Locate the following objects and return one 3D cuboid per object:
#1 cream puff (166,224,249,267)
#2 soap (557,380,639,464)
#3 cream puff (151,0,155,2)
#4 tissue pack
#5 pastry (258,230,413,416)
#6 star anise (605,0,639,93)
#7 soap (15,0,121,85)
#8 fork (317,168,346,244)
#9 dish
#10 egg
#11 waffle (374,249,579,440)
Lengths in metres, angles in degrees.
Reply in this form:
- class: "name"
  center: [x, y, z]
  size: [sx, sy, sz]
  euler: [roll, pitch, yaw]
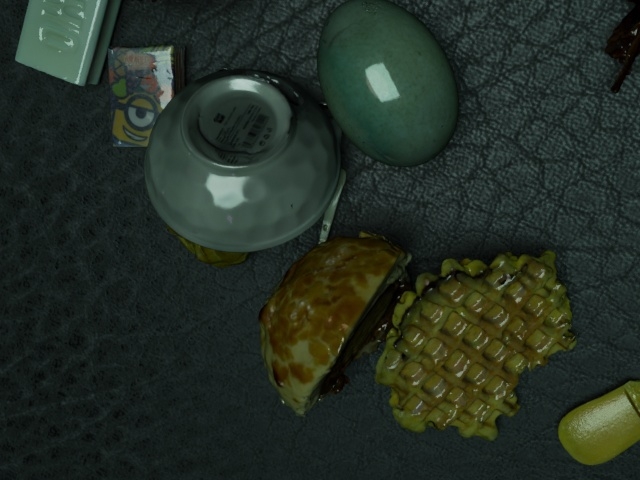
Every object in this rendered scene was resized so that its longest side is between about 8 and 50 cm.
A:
- class: "cream puff"
  center: [-0.155, -0.024, 1.307]
  size: [0.156, 0.156, 0.121]
  euler: [-1, 82, 13]
- class: "soap"
  center: [0.417, 0.252, 1.278]
  size: [0.168, 0.033, 0.089]
  euler: [-39, 93, 16]
- class: "cream puff"
  center: [-0.207, -0.471, 1.182]
  size: [0.350, 0.228, 0.350]
  euler: [-4, 79, 23]
- class: "tissue pack"
  center: [-0.254, -0.212, 1.331]
  size: [0.108, 0.060, 0.148]
  euler: [1, 99, 12]
- class: "pastry"
  center: [0.007, 0.095, 1.226]
  size: [0.170, 0.237, 0.256]
  euler: [37, 72, 19]
- class: "star anise"
  center: [0.452, -0.302, 1.119]
  size: [0.190, 0.126, 0.220]
  euler: [-6, 96, 10]
- class: "soap"
  center: [-0.363, -0.340, 1.330]
  size: [0.119, 0.066, 0.198]
  euler: [21, 104, 7]
- class: "fork"
  center: [0.002, -0.001, 1.335]
  size: [0.034, 0.028, 0.219]
  euler: [17, 100, 17]
- class: "dish"
  center: [-0.105, -0.133, 1.211]
  size: [0.303, 0.120, 0.303]
  euler: [0, 65, 0]
- class: "egg"
  center: [0.087, -0.209, 1.195]
  size: [0.169, 0.169, 0.236]
  euler: [-33, 93, 17]
- class: "waffle"
  center: [0.217, 0.144, 1.242]
  size: [0.281, 0.058, 0.301]
  euler: [7, 115, -18]
